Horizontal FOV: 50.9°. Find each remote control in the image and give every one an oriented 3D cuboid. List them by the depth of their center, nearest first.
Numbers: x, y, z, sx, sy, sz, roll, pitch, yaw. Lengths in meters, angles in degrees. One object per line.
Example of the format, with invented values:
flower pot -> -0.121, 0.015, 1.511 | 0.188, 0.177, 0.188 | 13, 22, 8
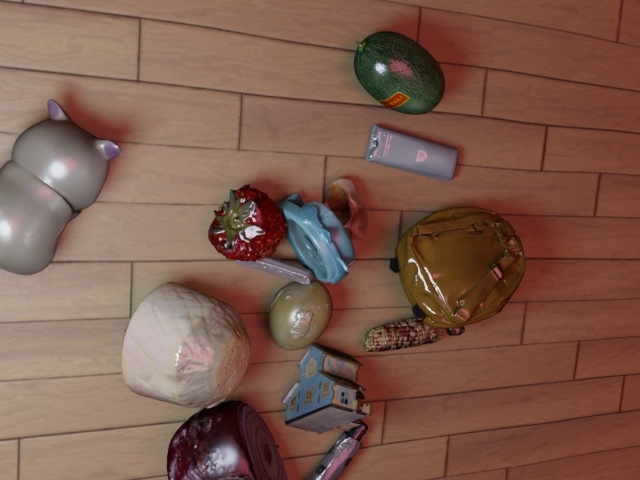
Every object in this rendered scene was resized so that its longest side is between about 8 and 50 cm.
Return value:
remote control -> 0.268, -0.243, 1.894 | 0.294, 0.051, 0.103 | 10, 95, -25

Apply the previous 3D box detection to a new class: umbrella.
umbrella -> 0.024, 0.661, 1.931 | 0.337, 0.067, 0.073 | -51, 126, -10

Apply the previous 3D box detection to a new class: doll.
doll -> -0.612, -0.092, 1.436 | 0.215, 0.226, 0.370 | 36, 71, 5

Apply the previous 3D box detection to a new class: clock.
clock -> 0.000, 0.000, 1.690 | 0.094, 0.274, 0.223 | -34, 113, -17

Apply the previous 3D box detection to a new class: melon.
melon -> 0.200, -0.440, 1.757 | 0.288, 0.182, 0.182 | 31, 85, -25

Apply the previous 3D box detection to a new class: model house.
model house -> 0.030, 0.392, 1.827 | 0.178, 0.271, 0.206 | 20, 55, -25

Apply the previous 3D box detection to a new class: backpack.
backpack -> 0.398, 0.078, 1.904 | 0.378, 0.201, 0.353 | -17, 81, -21

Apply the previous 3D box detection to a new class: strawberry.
strawberry -> -0.171, -0.033, 1.672 | 0.201, 0.184, 0.186 | 24, 68, -51

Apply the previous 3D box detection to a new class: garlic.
garlic -> 0.071, -0.083, 1.810 | 0.124, 0.099, 0.174 | -22, 107, -35

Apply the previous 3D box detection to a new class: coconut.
coconut -> -0.333, 0.249, 1.591 | 0.329, 0.329, 0.328 | -4, 101, -24

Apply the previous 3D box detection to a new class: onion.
onion -> -0.244, 0.584, 1.685 | 0.260, 0.282, 0.336 | -25, 120, 2

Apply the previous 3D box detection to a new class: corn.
corn -> 0.237, 0.273, 1.953 | 0.254, 0.086, 0.086 | -8, 102, -21

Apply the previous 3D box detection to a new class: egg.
egg -> -0.055, 0.193, 1.765 | 0.164, 0.164, 0.201 | 28, 94, -26

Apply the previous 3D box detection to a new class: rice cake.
rice cake -> -0.116, 0.068, 1.725 | 0.207, 0.047, 0.036 | 17, 130, 2
